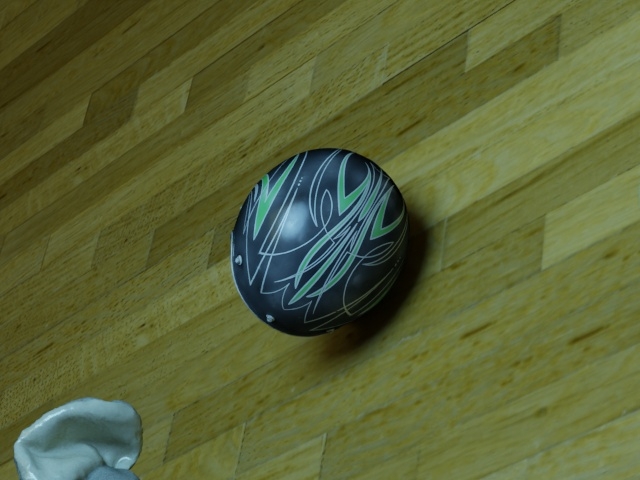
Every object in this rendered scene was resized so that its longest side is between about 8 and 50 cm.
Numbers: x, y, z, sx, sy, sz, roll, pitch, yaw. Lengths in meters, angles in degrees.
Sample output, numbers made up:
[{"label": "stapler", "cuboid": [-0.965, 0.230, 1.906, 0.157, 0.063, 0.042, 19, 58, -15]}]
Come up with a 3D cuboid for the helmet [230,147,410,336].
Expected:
[{"label": "helmet", "cuboid": [0.000, 0.000, 1.728, 0.169, 0.169, 0.161, -49, 12, 9]}]

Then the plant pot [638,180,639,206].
[{"label": "plant pot", "cuboid": [0.309, -0.037, 1.360, 0.134, 0.095, 0.134, -38, 32, 29]}]

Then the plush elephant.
[{"label": "plush elephant", "cuboid": [-0.202, 0.295, 1.664, 0.330, 0.272, 0.255, 20, 32, 29]}]
